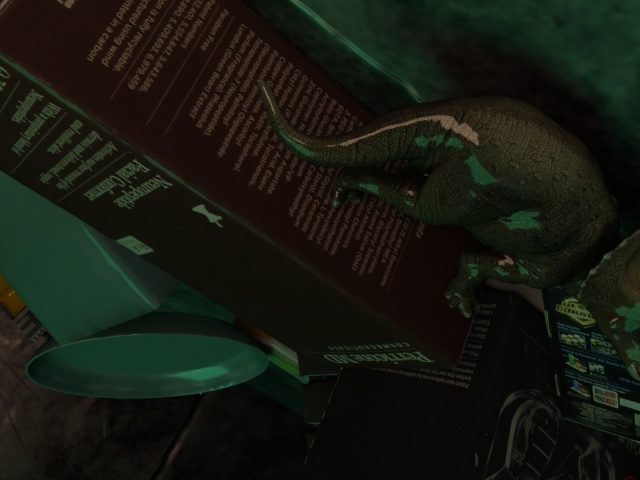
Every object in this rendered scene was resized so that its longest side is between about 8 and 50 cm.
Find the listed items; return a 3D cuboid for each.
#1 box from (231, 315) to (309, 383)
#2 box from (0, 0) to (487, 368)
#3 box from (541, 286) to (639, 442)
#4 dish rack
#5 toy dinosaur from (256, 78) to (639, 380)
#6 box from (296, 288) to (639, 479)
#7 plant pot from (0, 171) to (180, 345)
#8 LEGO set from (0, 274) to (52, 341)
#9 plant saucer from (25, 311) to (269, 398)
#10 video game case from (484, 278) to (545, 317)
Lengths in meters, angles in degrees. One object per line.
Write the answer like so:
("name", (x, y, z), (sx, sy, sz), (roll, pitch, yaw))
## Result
("box", (-0.017, 0.148, 1.033), (0.203, 0.103, 0.114), (40, 157, -33))
("box", (-0.065, -0.044, 0.526), (0.381, 0.143, 0.191), (34, 154, -25))
("box", (0.283, 0.097, 0.507), (0.220, 0.051, 0.175), (12, 139, 37))
("dish rack", (0.027, 0.160, 0.851), (0.074, 0.208, 0.271), (-8, 172, 10))
("toy dinosaur", (0.111, -0.032, 0.425), (0.313, 0.121, 0.160), (40, 146, -21))
("box", (0.161, 0.259, 0.684), (0.343, 0.312, 0.179), (38, 157, -34))
("plant pot", (-0.238, -0.052, 0.656), (0.165, 0.165, 0.234), (-21, 116, 36))
("LEGO set", (-0.343, 0.069, 1.039), (0.192, 0.255, 0.331), (38, 158, 21))
("plant saucer", (-0.230, 0.159, 0.939), (0.318, 0.043, 0.317), (-6, 156, -3))
("video game case", (0.194, 0.082, 0.707), (0.201, 0.023, 0.183), (28, 161, 2))
